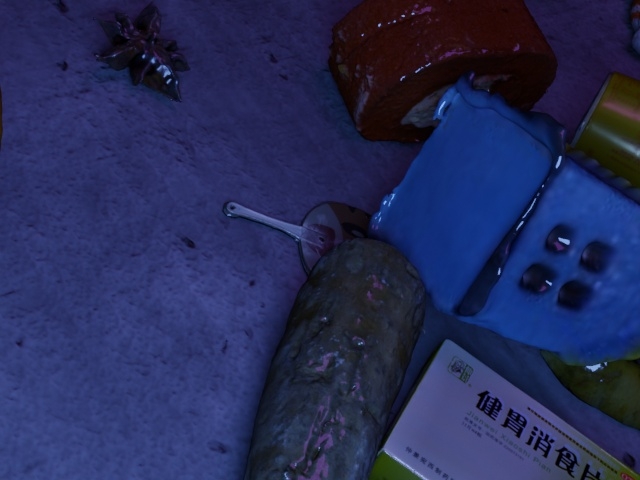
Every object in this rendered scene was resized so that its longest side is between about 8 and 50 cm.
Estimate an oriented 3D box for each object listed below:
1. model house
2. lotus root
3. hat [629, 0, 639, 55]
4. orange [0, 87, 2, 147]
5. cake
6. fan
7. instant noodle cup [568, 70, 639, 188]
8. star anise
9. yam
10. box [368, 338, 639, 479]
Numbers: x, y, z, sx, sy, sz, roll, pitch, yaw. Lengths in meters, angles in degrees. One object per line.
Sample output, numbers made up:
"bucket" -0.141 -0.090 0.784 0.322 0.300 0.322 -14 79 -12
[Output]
"model house" 0.240 0.003 1.371 0.303 0.215 0.237 28 10 -32
"lotus root" 0.351 0.117 1.482 0.203 0.078 0.183 24 44 -13
"hat" 0.511 -0.335 1.991 0.112 0.093 0.162 27 61 7
"orange" -0.410 -0.123 1.071 0.312 0.312 0.312 17 46 -18
"cake" 0.152 -0.222 1.591 0.283 0.177 0.151 -2 53 -31
"fan" 0.000 0.000 1.424 0.226 0.008 0.152 22 45 -14
"instant noodle cup" 0.434 -0.098 1.644 0.236 0.215 0.215 29 43 6
"star anise" -0.198 -0.224 1.469 0.124 0.056 0.129 27 45 -24
"yam" 0.009 0.154 1.208 0.133 0.133 0.330 26 47 -8
"box" 0.185 0.237 1.284 0.260 0.062 0.175 35 43 2
